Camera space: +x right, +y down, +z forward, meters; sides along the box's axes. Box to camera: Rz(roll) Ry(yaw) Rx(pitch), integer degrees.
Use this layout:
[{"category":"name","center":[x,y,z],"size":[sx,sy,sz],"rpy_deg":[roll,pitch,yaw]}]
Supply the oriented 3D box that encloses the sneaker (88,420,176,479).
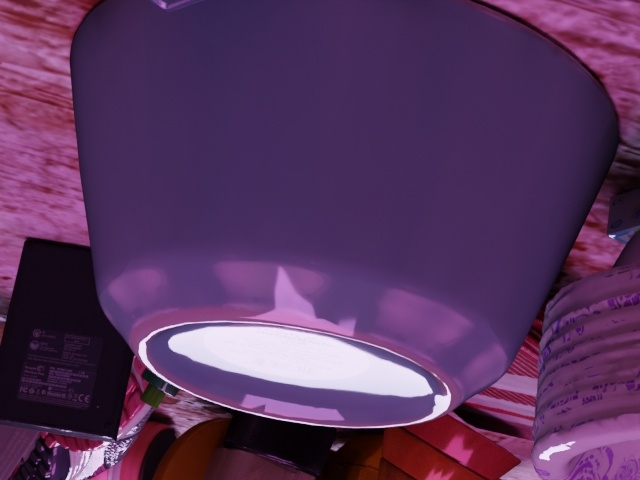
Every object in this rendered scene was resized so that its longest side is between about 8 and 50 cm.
[{"category":"sneaker","center":[-0.221,0.245,1.728],"size":[0.136,0.116,0.314],"rpy_deg":[18,152,6]}]

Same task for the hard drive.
[{"category":"hard drive","center":[-0.180,0.071,1.203],"size":[0.094,0.135,0.022],"rpy_deg":[9,162,3]}]

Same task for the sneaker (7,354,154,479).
[{"category":"sneaker","center":[-0.185,0.120,1.388],"size":[0.112,0.121,0.299],"rpy_deg":[-18,165,-36]}]

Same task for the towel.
[{"category":"towel","center":[0.114,0.087,1.205],"size":[0.237,0.037,0.329],"rpy_deg":[8,162,42]}]

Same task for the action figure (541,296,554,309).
[{"category":"action figure","center":[0.164,0.057,1.165],"size":[0.115,0.030,0.038],"rpy_deg":[-2,151,39]}]

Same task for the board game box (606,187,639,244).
[{"category":"board game box","center":[0.254,-0.013,0.953],"size":[0.103,0.026,0.154],"rpy_deg":[23,155,-31]}]

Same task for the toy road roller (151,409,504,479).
[{"category":"toy road roller","center":[-0.003,0.276,1.569],"size":[0.329,0.202,0.240],"rpy_deg":[23,168,-18]}]

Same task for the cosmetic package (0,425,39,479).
[{"category":"cosmetic package","center":[-0.345,0.116,1.304],"size":[0.238,0.127,0.107],"rpy_deg":[46,145,-19]}]

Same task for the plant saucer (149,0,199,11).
[{"category":"plant saucer","center":[-0.111,-0.160,0.741],"size":[0.067,0.018,0.192],"rpy_deg":[-11,146,41]}]

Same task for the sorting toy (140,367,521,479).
[{"category":"sorting toy","center":[-0.002,0.142,1.265],"size":[0.365,0.126,0.127],"rpy_deg":[33,177,-39]}]

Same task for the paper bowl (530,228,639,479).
[{"category":"paper bowl","center":[0.261,0.070,0.915],"size":[0.284,0.148,0.284],"rpy_deg":[6,160,2]}]

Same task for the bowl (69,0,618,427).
[{"category":"bowl","center":[0.000,0.000,0.917],"size":[0.312,0.163,0.311],"rpy_deg":[8,159,3]}]
